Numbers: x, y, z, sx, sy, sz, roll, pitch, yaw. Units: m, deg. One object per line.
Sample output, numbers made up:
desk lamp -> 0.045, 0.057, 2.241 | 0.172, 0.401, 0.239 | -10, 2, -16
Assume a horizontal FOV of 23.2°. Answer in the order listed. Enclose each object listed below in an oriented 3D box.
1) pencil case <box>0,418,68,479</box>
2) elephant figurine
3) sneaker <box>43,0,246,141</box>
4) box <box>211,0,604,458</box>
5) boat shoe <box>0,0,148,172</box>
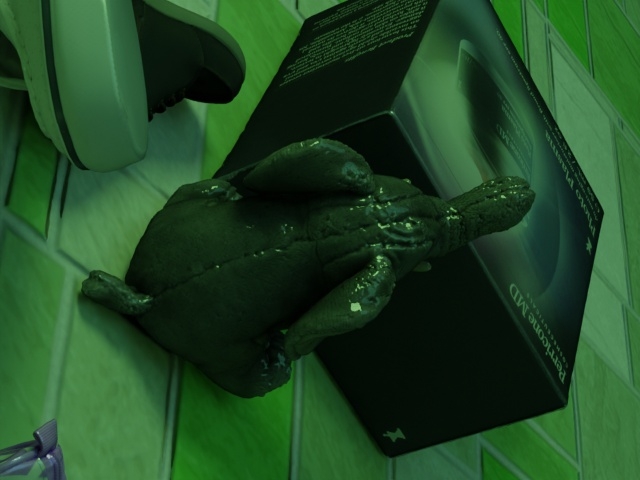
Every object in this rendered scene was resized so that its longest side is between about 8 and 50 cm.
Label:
pencil case -> -0.141, 0.205, 0.833 | 0.206, 0.088, 0.086 | 65, 25, -6
elephant figurine -> 0.000, 0.000, 1.059 | 0.169, 0.239, 0.186 | 54, 31, -28
sneaker -> -0.130, -0.106, 1.092 | 0.222, 0.083, 0.118 | 25, 66, -58
box -> 0.090, -0.032, 1.313 | 0.296, 0.183, 0.294 | 57, 31, -23
boat shoe -> -0.203, -0.178, 0.927 | 0.136, 0.157, 0.367 | 79, -4, -58
